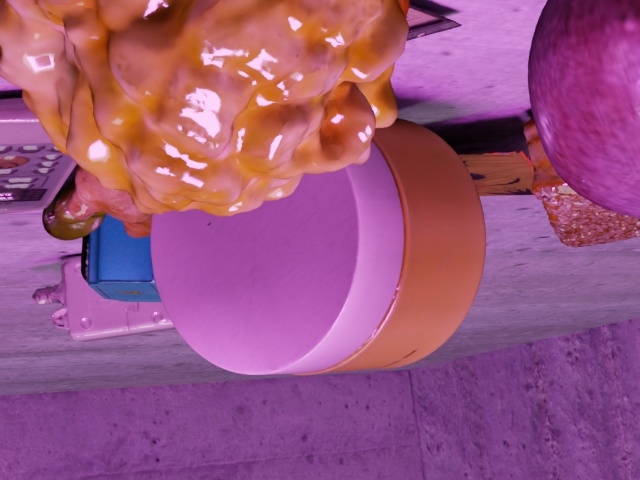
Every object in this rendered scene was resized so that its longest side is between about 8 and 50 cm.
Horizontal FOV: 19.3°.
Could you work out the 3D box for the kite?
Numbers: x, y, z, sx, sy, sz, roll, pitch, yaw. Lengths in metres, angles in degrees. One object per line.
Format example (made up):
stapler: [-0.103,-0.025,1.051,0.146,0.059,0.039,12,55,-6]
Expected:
kite: [0.091,-0.059,1.816,0.327,0.013,0.377,7,170,-37]

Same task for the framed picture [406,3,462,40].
framed picture: [-0.031,-0.143,1.280,0.195,0.010,0.199,-13,169,30]

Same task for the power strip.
power strip: [-0.156,0.049,2.116,0.338,0.098,0.058,-8,174,5]

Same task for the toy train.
toy train: [-0.156,0.013,1.879,0.154,0.107,0.198,0,171,2]

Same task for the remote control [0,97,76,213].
remote control: [-0.252,-0.066,1.489,0.123,0.038,0.285,-4,170,-20]

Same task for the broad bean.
broad bean: [-0.219,-0.029,1.706,0.070,0.048,0.213,-33,180,-9]

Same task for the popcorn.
popcorn: [-0.037,-0.114,0.866,0.216,0.181,0.235,-33,152,-22]

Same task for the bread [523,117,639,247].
bread: [0.311,-0.076,1.695,0.234,0.111,0.184,-8,163,16]

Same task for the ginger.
ginger: [-0.127,-0.042,1.640,0.118,0.065,0.299,-41,157,13]

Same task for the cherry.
cherry: [0.234,-0.106,1.175,0.213,0.184,0.266,-21,165,18]

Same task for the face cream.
face cream: [0.000,0.000,1.542,0.218,0.218,0.179,-14,170,37]
